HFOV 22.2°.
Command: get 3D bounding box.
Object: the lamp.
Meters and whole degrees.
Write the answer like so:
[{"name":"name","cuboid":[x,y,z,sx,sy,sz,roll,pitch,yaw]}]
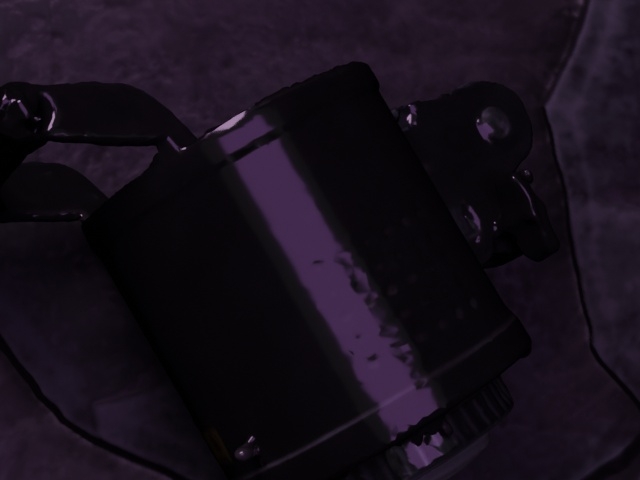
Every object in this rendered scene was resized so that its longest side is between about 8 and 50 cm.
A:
[{"name":"lamp","cuboid":[-0.013,0.039,0.992,0.374,0.205,0.272,-8,77,-27]}]
